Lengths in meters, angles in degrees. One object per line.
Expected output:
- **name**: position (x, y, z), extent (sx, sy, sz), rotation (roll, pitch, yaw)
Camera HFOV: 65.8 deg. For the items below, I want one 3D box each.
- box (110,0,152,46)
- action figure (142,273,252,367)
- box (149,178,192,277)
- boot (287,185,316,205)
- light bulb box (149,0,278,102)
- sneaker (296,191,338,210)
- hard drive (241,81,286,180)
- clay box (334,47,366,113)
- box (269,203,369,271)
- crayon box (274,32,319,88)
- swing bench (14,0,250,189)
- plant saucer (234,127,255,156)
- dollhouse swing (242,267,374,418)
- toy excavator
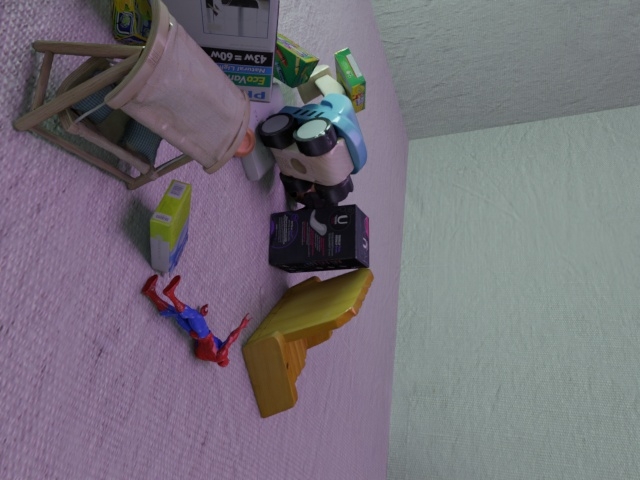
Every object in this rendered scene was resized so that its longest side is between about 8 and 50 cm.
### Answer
- **box**: position (-0.361, -0.463, 0.942), extent (0.059, 0.054, 0.168), rotation (-10, 94, -69)
- **action figure**: position (-0.245, 0.156, 1.049), extent (0.139, 0.092, 0.280), rotation (-62, 142, -41)
- **box**: position (-0.289, -0.019, 0.956), extent (0.178, 0.043, 0.109), rotation (114, -7, -51)
- **boot**: position (-0.060, -0.274, 1.630), extent (0.115, 0.112, 0.305), rotation (13, 76, -57)
- **light bulb box**: position (-0.188, -0.528, 0.966), extent (0.361, 0.225, 0.357), rotation (112, -19, -67)
- **sneaker**: position (-0.023, -0.051, 1.642), extent (0.109, 0.130, 0.286), rotation (-81, -178, -52)
- **hard drive**: position (-0.164, -0.327, 1.446), extent (0.307, 0.040, 0.203), rotation (-61, 140, -56)
- **clay box**: position (0.096, -0.496, 1.578), extent (0.222, 0.053, 0.127), rotation (60, 5, -80)
- **box**: position (0.000, 0.000, 1.475), extent (0.143, 0.271, 0.165), rotation (34, 55, -63)
- **crayon box**: position (-0.106, -0.516, 1.390), extent (0.081, 0.165, 0.278), rotation (-57, -175, 22)
- **swing bench**: position (-0.284, -0.214, 0.806), extent (0.253, 0.255, 0.165), rotation (36, 53, -63)
- **plant saucer**: position (-0.207, -0.259, 1.288), extent (0.084, 0.013, 0.083), rotation (-12, 111, -33)
- **dollhouse swing**: position (0.006, 0.276, 1.386), extent (0.347, 0.305, 0.315), rotation (-51, 132, -62)
- **toy excavator**: position (0.009, -0.360, 1.486), extent (0.445, 0.433, 0.222), rotation (-48, 136, -25)
